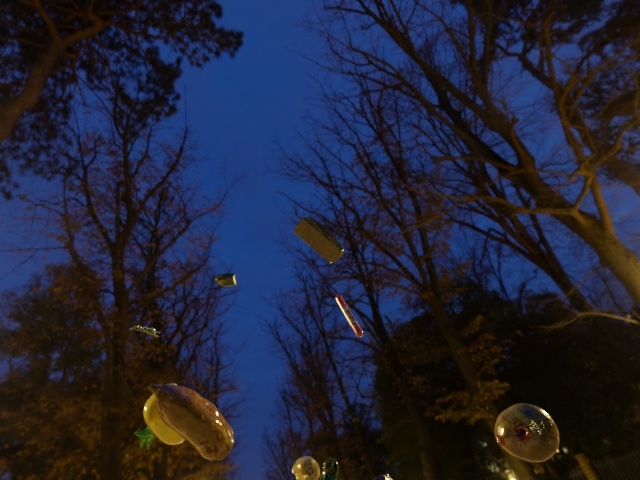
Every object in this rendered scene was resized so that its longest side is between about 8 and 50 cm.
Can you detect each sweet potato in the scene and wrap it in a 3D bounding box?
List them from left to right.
[{"bbox_3d":[-0.454,0.622,1.436,0.158,0.158,0.369,-29,-66,13],"label":"sweet potato"}]

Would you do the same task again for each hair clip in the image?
[{"bbox_3d":[-1.000,0.512,2.325,0.049,0.049,0.173,-37,-45,22],"label":"hair clip"}]

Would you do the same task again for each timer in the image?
[{"bbox_3d":[-0.710,0.822,1.850,0.285,0.285,0.285,-12,-38,-9],"label":"timer"}]

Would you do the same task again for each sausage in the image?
[{"bbox_3d":[0.121,0.319,1.735,0.034,0.253,0.034,-15,-46,-17],"label":"sausage"}]

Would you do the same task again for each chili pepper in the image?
[{"bbox_3d":[0.007,1.025,1.661,0.100,0.257,0.074,12,-47,23],"label":"chili pepper"}]

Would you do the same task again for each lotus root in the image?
[{"bbox_3d":[-0.051,0.799,1.416,0.077,0.090,0.183,-25,-24,-28],"label":"lotus root"}]

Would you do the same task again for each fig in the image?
[{"bbox_3d":[0.550,0.514,1.086,0.149,0.149,0.245,-30,-34,14],"label":"fig"}]

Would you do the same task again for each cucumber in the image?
[{"bbox_3d":[-0.469,0.193,1.990,0.107,0.067,0.035,-5,-2,10],"label":"cucumber"}]

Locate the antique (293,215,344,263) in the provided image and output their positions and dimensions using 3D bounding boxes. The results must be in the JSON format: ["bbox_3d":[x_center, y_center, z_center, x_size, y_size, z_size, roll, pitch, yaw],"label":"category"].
[{"bbox_3d":[0.000,0.000,1.678,0.081,0.221,0.080,-52,-11,21],"label":"antique"}]

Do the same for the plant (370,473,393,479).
[{"bbox_3d":[0.281,1.174,1.750,0.188,0.276,0.199,-41,-36,12],"label":"plant"}]
